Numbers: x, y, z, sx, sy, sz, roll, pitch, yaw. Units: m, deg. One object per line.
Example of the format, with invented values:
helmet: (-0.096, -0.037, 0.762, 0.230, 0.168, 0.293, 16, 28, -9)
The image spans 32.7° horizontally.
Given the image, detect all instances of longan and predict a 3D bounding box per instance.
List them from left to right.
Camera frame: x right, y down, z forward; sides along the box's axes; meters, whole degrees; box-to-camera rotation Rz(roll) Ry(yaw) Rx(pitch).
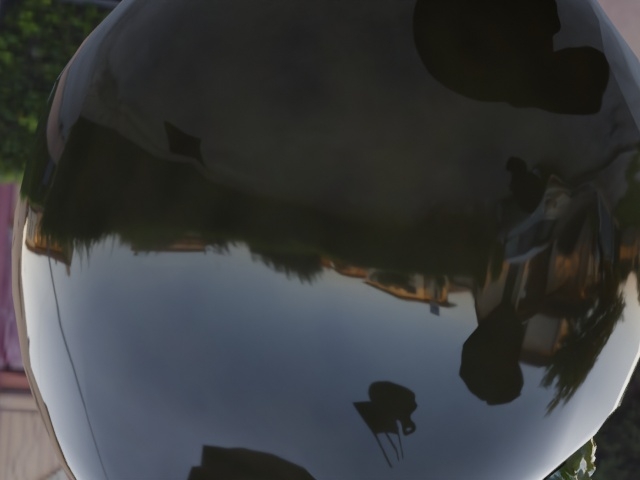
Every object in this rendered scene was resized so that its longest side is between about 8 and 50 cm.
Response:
longan: (0.000, 0.000, 0.620, 0.336, 0.405, 0.404, 25, 172, -34)

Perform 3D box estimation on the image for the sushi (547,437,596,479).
sushi: (0.065, 0.169, 1.037, 0.396, 0.352, 0.240, 3, 163, -5)
